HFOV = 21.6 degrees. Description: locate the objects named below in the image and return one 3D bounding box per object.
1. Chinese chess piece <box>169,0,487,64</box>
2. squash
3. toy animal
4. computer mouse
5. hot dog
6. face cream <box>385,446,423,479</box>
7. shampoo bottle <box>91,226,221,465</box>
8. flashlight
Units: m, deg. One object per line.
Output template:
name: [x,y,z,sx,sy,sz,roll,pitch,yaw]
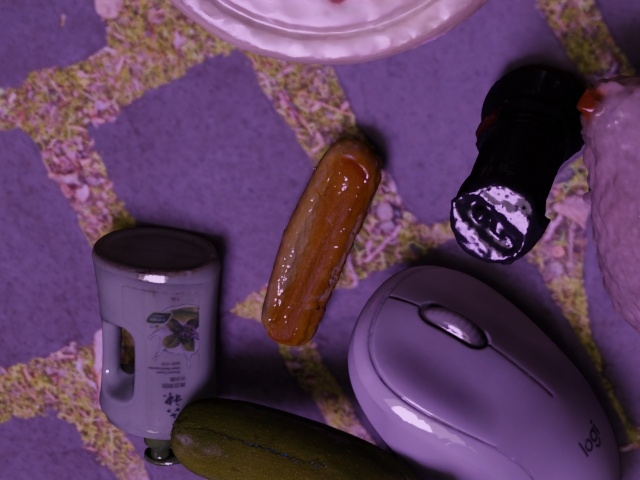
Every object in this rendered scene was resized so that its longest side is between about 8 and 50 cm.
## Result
Chinese chess piece: [0.005,-0.296,1.233,0.338,0.140,0.338,2,114,6]
squash: [-0.004,0.198,1.437,0.331,0.087,0.087,15,124,42]
toy animal: [0.332,0.009,1.284,0.358,0.188,0.226,36,117,-1]
computer mouse: [0.155,0.150,1.423,0.121,0.184,0.297,-24,106,46]
hot dog: [0.000,0.000,1.477,0.066,0.047,0.215,32,124,18]
face cream: [0.092,0.282,1.516,0.177,0.177,0.153,38,121,-3]
shampoo bottle: [-0.151,0.110,1.563,0.118,0.087,0.234,7,119,9]
flashlight: [0.149,-0.061,1.284,0.093,0.232,0.093,8,117,15]
